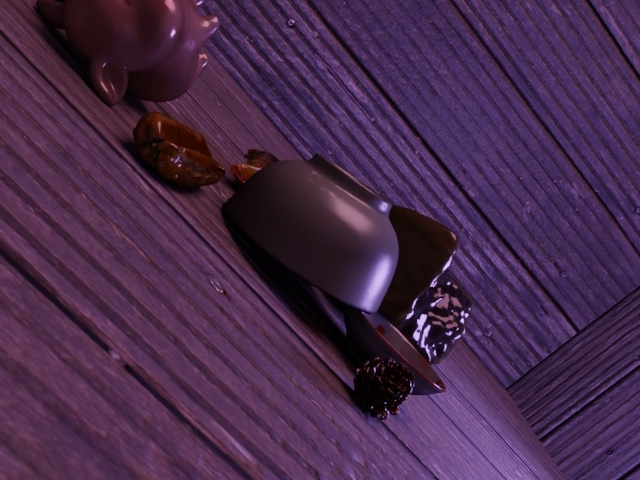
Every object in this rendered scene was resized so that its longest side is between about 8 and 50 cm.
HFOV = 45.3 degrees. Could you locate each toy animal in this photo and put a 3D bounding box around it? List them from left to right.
[{"bbox_3d":[-0.314,-0.358,1.328,0.237,0.269,0.326,53,-24,15],"label":"toy animal"}]

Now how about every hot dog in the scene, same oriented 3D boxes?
[{"bbox_3d":[-0.226,-0.138,1.257,0.115,0.072,0.269,51,6,11],"label":"hot dog"}]

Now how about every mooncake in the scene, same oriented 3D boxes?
[{"bbox_3d":[0.208,0.118,1.765,0.394,0.246,0.393,44,-9,-16],"label":"mooncake"}]

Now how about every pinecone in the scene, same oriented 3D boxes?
[{"bbox_3d":[0.101,0.238,1.244,0.102,0.102,0.109,50,-22,3],"label":"pinecone"}]

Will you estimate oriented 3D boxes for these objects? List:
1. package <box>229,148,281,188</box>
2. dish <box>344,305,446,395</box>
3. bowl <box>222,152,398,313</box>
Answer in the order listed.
[{"bbox_3d":[-0.105,-0.114,1.736,0.223,0.108,0.288,47,10,-12],"label":"package"},{"bbox_3d":[0.120,0.220,1.475,0.260,0.085,0.260,44,6,-6],"label":"dish"},{"bbox_3d":[0.012,-0.040,1.434,0.354,0.185,0.354,34,7,-5],"label":"bowl"}]
